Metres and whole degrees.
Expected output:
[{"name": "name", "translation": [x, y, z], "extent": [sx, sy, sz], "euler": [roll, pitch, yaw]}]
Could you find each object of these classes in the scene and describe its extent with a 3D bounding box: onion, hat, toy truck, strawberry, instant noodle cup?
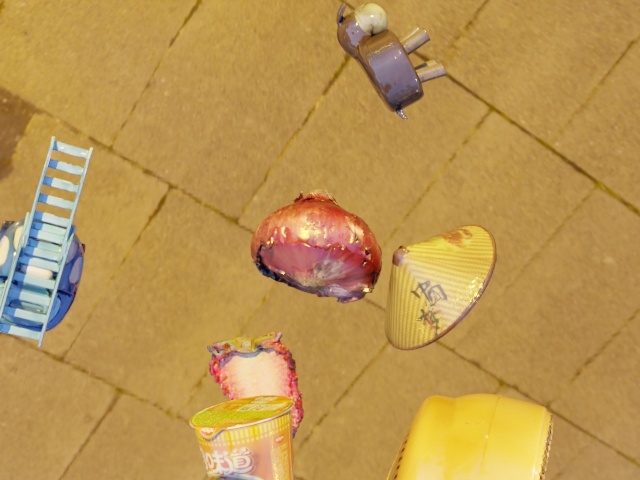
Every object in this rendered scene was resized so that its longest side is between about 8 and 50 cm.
[{"name": "onion", "translation": [0.000, 0.000, 1.155], "extent": [0.183, 0.184, 0.147], "euler": [13, 71, -9]}, {"name": "hat", "translation": [0.124, 0.037, 1.077], "extent": [0.082, 0.193, 0.193], "euler": [39, 108, -22]}, {"name": "toy truck", "translation": [-0.187, -0.001, 0.580], "extent": [0.063, 0.074, 0.136], "euler": [14, 90, -19]}, {"name": "strawberry", "translation": [-0.112, 0.259, 1.559], "extent": [0.167, 0.087, 0.208], "euler": [-5, 107, 13]}, {"name": "instant noodle cup", "translation": [-0.107, 0.351, 1.318], "extent": [0.168, 0.168, 0.185], "euler": [-10, 93, 2]}]

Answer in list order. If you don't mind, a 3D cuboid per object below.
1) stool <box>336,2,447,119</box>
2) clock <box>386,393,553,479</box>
[{"name": "stool", "translation": [0.110, -0.300, 1.366], "extent": [0.121, 0.125, 0.217], "euler": [-32, 78, 7]}, {"name": "clock", "translation": [0.150, 0.292, 0.898], "extent": [0.200, 0.244, 0.317], "euler": [10, 148, 12]}]
